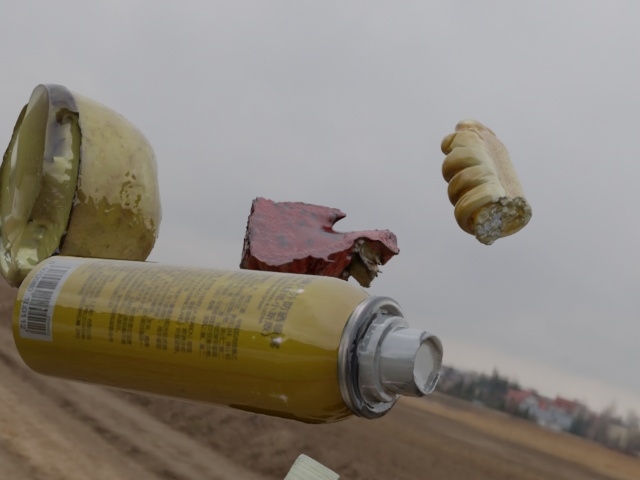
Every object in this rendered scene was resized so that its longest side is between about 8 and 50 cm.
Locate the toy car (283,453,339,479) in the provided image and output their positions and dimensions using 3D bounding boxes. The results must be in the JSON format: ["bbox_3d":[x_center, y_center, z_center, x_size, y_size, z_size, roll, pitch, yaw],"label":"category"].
[{"bbox_3d":[-0.052,0.305,1.044,0.145,0.235,0.235,31,-3,10],"label":"toy car"}]

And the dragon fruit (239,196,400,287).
[{"bbox_3d":[-0.002,0.017,1.318,0.192,0.092,0.122,-4,41,-15],"label":"dragon fruit"}]

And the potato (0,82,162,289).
[{"bbox_3d":[-0.325,-0.060,1.563,0.242,0.285,0.242,-1,-12,0],"label":"potato"}]

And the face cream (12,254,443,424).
[{"bbox_3d":[-0.072,0.071,0.820,0.348,0.105,0.105,3,-12,34],"label":"face cream"}]

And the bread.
[{"bbox_3d":[0.215,-0.077,1.480,0.084,0.177,0.119,-32,-35,31],"label":"bread"}]
